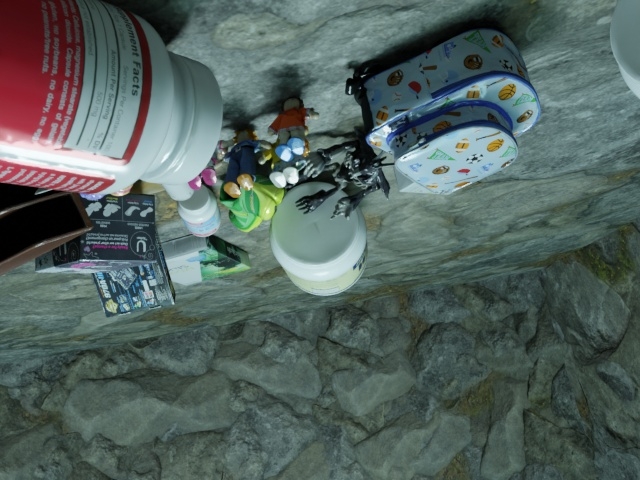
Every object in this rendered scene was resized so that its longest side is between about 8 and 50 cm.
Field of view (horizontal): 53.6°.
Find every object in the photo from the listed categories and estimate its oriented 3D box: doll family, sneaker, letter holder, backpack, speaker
[{"bbox_3d":[-0.111,-0.154,1.112,0.262,0.163,0.118,-15,133,14],"label":"doll family"},{"bbox_3d":[-0.160,-0.098,1.402,0.123,0.110,0.295,35,163,-11],"label":"sneaker"},{"bbox_3d":[-0.593,-0.015,1.100,0.301,0.152,0.214,-21,-174,31],"label":"letter holder"},{"bbox_3d":[0.223,-0.216,1.057,0.263,0.213,0.276,-32,154,27],"label":"backpack"},{"bbox_3d":[-0.272,-0.119,1.165,0.055,0.055,0.136,-12,165,-1],"label":"speaker"}]

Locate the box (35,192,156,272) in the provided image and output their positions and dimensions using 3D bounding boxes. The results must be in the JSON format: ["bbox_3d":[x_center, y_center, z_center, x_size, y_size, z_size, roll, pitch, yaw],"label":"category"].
[{"bbox_3d":[-0.464,-0.010,1.290,0.163,0.142,0.247,2,170,-42],"label":"box"}]

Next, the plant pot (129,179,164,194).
[{"bbox_3d":[-0.359,-0.139,1.193,0.236,0.033,0.236,-10,165,-3],"label":"plant pot"}]

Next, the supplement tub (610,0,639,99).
[{"bbox_3d":[0.607,-0.294,0.967,0.331,0.241,0.241,4,158,-45],"label":"supplement tub"}]

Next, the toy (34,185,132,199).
[{"bbox_3d":[-0.326,-0.106,1.033,0.237,0.056,0.137,-20,-160,-8],"label":"toy"}]

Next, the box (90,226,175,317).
[{"bbox_3d":[-0.468,0.071,1.555,0.175,0.220,0.051,-12,-155,-2],"label":"box"}]

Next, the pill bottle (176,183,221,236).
[{"bbox_3d":[-0.270,-0.070,1.405,0.087,0.087,0.160,-10,165,-5],"label":"pill bottle"}]

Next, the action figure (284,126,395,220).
[{"bbox_3d":[0.036,-0.124,1.310,0.275,0.164,0.141,-17,-161,47],"label":"action figure"}]

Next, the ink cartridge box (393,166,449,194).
[{"bbox_3d":[0.282,-0.167,1.505,0.175,0.073,0.127,0,160,-37],"label":"ink cartridge box"}]

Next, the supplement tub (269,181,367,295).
[{"bbox_3d":[0.000,0.000,1.584,0.235,0.236,0.325,-12,165,2],"label":"supplement tub"}]

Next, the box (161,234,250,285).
[{"bbox_3d":[-0.370,0.060,1.864,0.232,0.059,0.322,-15,166,13],"label":"box"}]

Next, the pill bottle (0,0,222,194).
[{"bbox_3d":[-0.320,-0.174,0.714,0.229,0.229,0.407,-23,161,37],"label":"pill bottle"}]
